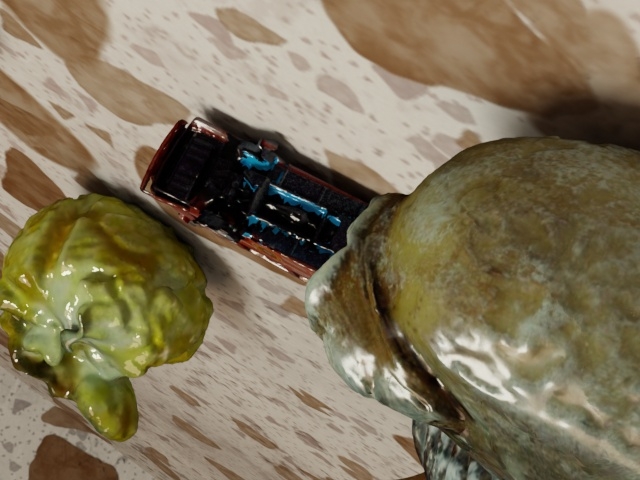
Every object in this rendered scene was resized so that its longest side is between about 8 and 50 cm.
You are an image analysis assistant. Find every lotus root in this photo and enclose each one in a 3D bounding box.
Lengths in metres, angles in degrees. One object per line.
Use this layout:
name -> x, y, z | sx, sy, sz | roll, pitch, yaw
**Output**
lotus root -> 0.168, 0.062, 0.618 | 0.349, 0.175, 0.175 | 27, 161, 10

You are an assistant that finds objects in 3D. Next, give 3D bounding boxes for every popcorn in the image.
popcorn -> -0.190, 0.067, 1.193 | 0.197, 0.213, 0.198 | 13, -172, -2

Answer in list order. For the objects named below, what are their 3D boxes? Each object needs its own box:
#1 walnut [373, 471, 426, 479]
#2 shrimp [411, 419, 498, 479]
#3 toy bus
walnut -> 0.146, 0.305, 1.197 | 0.298, 0.203, 0.203 | 41, 161, -9
shrimp -> 0.174, 0.154, 0.813 | 0.221, 0.166, 0.410 | 47, 158, -26
toy bus -> 0.000, 0.000, 0.884 | 0.234, 0.074, 0.096 | 27, 167, 19
